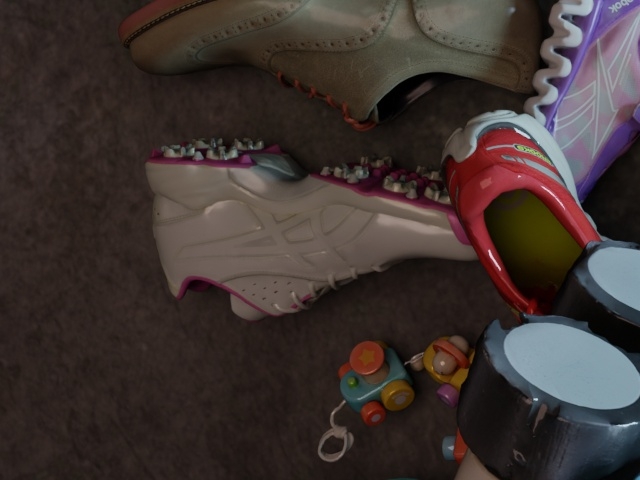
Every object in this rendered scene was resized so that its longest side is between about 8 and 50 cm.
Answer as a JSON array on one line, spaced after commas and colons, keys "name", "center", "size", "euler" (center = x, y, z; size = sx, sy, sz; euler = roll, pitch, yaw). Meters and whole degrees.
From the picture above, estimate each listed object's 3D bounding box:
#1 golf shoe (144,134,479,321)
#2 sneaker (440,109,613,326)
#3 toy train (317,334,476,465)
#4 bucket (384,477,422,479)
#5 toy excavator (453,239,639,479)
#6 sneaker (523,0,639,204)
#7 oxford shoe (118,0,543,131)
[{"name": "golf shoe", "center": [0.000, 0.000, 1.307], "size": [0.306, 0.115, 0.140], "euler": [9, 102, 31]}, {"name": "sneaker", "center": [0.169, 0.042, 1.162], "size": [0.107, 0.118, 0.279], "euler": [-34, 111, 17]}, {"name": "toy train", "center": [0.073, 0.119, 1.262], "size": [0.166, 0.046, 0.125], "euler": [-1, 51, 27]}, {"name": "bucket", "center": [0.047, 0.310, 1.222], "size": [0.281, 0.183, 0.281], "euler": [-1, 87, 24]}, {"name": "toy excavator", "center": [0.247, 0.234, 0.905], "size": [0.445, 0.433, 0.222], "euler": [28, 119, 18]}, {"name": "sneaker", "center": [0.202, -0.090, 1.222], "size": [0.104, 0.095, 0.236], "euler": [17, 95, 13]}, {"name": "oxford shoe", "center": [0.001, -0.147, 1.297], "size": [0.348, 0.123, 0.130], "euler": [-5, 91, 25]}]
